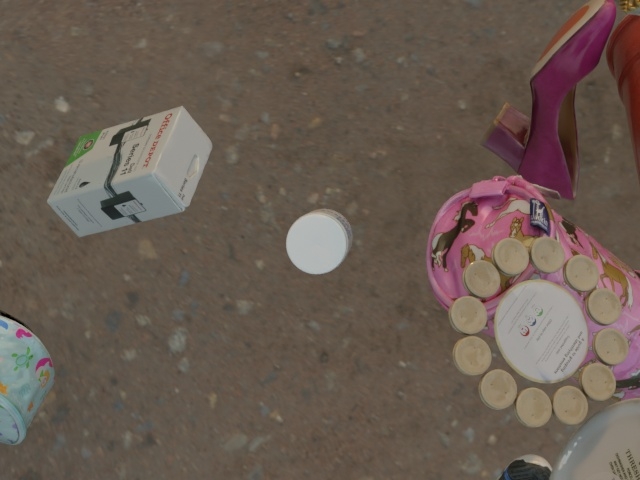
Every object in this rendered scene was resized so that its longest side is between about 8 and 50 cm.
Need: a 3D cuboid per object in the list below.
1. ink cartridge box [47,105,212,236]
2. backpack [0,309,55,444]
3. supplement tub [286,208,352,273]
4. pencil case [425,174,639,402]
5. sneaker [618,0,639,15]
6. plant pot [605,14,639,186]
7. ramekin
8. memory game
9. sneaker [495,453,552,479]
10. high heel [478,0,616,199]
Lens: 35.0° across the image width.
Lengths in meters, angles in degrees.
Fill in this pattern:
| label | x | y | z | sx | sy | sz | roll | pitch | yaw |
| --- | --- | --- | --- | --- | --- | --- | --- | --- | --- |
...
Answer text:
| label | x | y | z | sx | sy | sz | roll | pitch | yaw |
| --- | --- | --- | --- | --- | --- | --- | --- | --- | --- |
| ink cartridge box | -0.284 | -0.103 | 1.522 | 0.087 | 0.208 | 0.153 | 54 | 36 | -37 |
| backpack | -0.463 | 0.159 | 1.242 | 0.254 | 0.225 | 0.191 | 17 | 56 | 2 |
| supplement tub | 0.000 | 0.000 | 1.171 | 0.071 | 0.107 | 0.071 | 0 | 95 | 4 |
| pencil case | 0.291 | 0.067 | 1.175 | 0.386 | 0.160 | 0.167 | 30 | 112 | -39 |
| sneaker | 0.272 | -0.185 | 0.627 | 0.084 | 0.185 | 0.069 | 14 | 74 | -20 |
| plant pot | 0.547 | -0.172 | 1.428 | 0.272 | 0.272 | 0.265 | 21 | 58 | -24 |
| ramekin | 0.306 | 0.243 | 0.936 | 0.109 | 0.207 | 0.207 | 36 | 85 | -25 |
| memory game | 0.206 | 0.084 | 0.955 | 0.186 | 0.012 | 0.186 | 5 | 74 | -16 |
| sneaker | 0.238 | 0.304 | 1.185 | 0.211 | 0.080 | 0.081 | 86 | 26 | -47 |
| high heel | 0.386 | -0.203 | 1.511 | 0.181 | 0.377 | 0.127 | 34 | 63 | 3 |
